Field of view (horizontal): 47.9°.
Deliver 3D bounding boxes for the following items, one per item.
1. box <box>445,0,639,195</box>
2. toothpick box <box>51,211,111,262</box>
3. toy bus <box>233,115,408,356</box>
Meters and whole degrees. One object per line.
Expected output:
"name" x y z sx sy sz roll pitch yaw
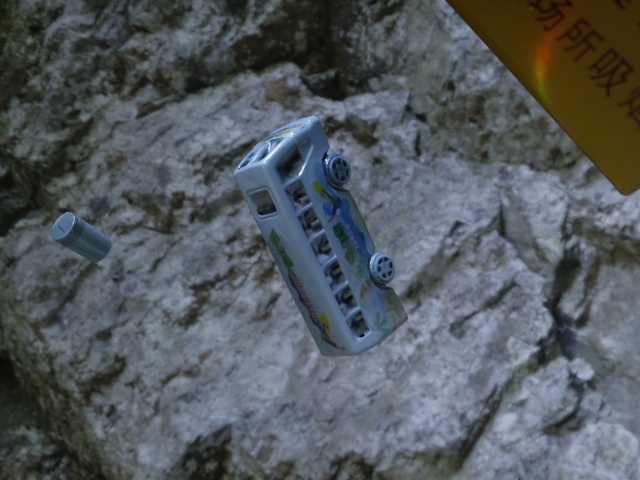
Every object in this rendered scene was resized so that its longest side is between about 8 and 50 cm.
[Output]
"box" 0.210 -0.242 0.288 0.116 0.264 0.415 -35 -6 -43
"toothpick box" -0.386 -0.004 1.167 0.052 0.052 0.083 -58 -41 -9
"toy bus" 0.000 0.000 1.015 0.136 0.109 0.329 -35 -75 -38
